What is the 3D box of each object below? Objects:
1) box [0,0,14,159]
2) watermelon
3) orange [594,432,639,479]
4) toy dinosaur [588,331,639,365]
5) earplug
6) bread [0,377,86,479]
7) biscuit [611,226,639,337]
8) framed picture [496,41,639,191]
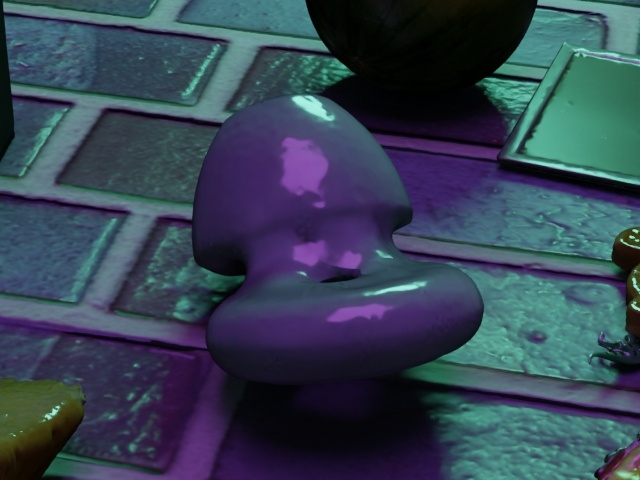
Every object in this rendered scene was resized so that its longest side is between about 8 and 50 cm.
[{"bbox_3d":[-0.427,-0.109,1.481,0.251,0.204,0.345,5,33,5],"label":"box"},{"bbox_3d":[0.102,-0.268,1.721,0.242,0.242,0.242,1,33,-1],"label":"watermelon"},{"bbox_3d":[0.304,0.173,1.046,0.274,0.274,0.310,18,79,23],"label":"orange"},{"bbox_3d":[0.250,0.094,1.370,0.062,0.021,0.083,26,35,14],"label":"toy dinosaur"},{"bbox_3d":[0.000,0.010,1.344,0.214,0.175,0.325,-9,35,-13],"label":"earplug"},{"bbox_3d":[-0.322,0.121,1.109,0.233,0.245,0.362,12,38,17],"label":"bread"},{"bbox_3d":[0.336,0.031,1.445,0.184,0.035,0.249,6,27,13],"label":"biscuit"},{"bbox_3d":[0.313,-0.119,1.706,0.216,0.016,0.273,13,34,17],"label":"framed picture"}]
